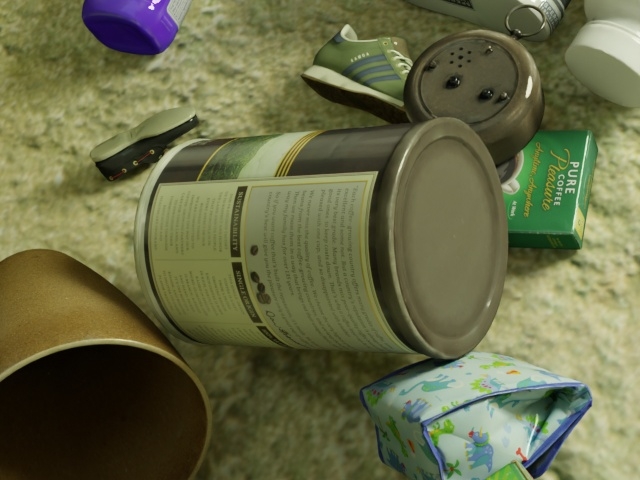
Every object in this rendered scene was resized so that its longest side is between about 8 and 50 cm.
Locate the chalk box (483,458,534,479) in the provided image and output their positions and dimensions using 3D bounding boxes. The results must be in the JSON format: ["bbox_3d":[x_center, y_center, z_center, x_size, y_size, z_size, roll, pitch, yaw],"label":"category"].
[{"bbox_3d":[0.150,0.267,0.923,0.213,0.132,0.132,-36,53,3],"label":"chalk box"}]

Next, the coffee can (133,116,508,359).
[{"bbox_3d":[0.000,0.000,1.083,0.275,0.201,0.201,-1,62,35],"label":"coffee can"}]

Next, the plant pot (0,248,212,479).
[{"bbox_3d":[-0.252,0.123,1.169,0.237,0.237,0.254,-38,38,2],"label":"plant pot"}]

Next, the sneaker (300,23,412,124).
[{"bbox_3d":[0.070,-0.174,1.258,0.192,0.064,0.086,26,79,37],"label":"sneaker"}]

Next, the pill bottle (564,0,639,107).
[{"bbox_3d":[0.326,-0.238,1.134,0.124,0.124,0.221,26,77,35],"label":"pill bottle"}]

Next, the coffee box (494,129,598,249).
[{"bbox_3d":[0.165,-0.049,1.155,0.184,0.040,0.113,1,63,27],"label":"coffee box"}]

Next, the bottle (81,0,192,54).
[{"bbox_3d":[-0.186,-0.362,1.476,0.118,0.092,0.283,10,67,29],"label":"bottle"}]

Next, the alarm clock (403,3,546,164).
[{"bbox_3d":[0.154,-0.153,1.148,0.129,0.064,0.192,27,73,27],"label":"alarm clock"}]

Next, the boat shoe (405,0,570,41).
[{"bbox_3d":[0.137,-0.308,1.279,0.301,0.108,0.102,27,77,32],"label":"boat shoe"}]

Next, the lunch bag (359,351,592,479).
[{"bbox_3d":[0.130,0.143,1.001,0.151,0.096,0.129,-24,16,-19],"label":"lunch bag"}]

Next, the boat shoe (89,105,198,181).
[{"bbox_3d":[-0.194,-0.111,1.368,0.133,0.042,0.049,-26,29,10],"label":"boat shoe"}]
